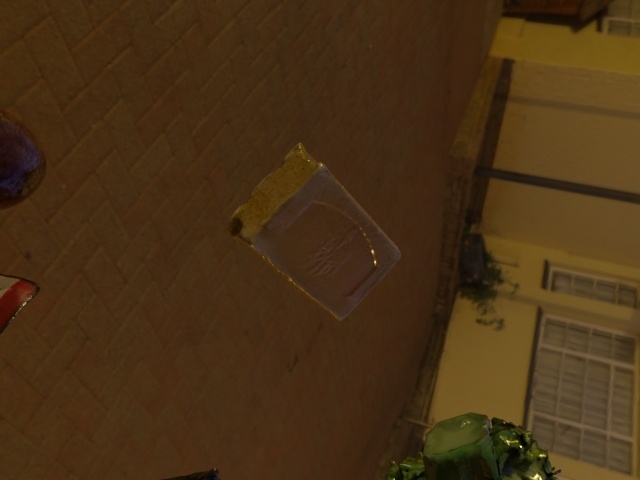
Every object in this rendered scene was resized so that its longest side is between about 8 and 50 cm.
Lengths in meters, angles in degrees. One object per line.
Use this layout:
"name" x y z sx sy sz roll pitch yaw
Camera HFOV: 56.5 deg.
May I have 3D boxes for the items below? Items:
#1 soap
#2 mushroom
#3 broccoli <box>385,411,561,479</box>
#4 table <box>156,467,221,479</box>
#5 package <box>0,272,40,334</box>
"soap" 0.000 0.000 1.066 0.199 0.091 0.315 -47 135 -3
"mushroom" -0.699 -0.154 1.204 0.283 0.263 0.195 150 -72 -67
"broccoli" 0.110 0.200 0.401 0.220 0.194 0.194 -37 139 -48
"table" -0.285 0.662 1.145 0.222 0.272 0.335 49 38 -21
"package" -0.471 0.079 0.693 0.030 0.239 0.154 86 21 -52
